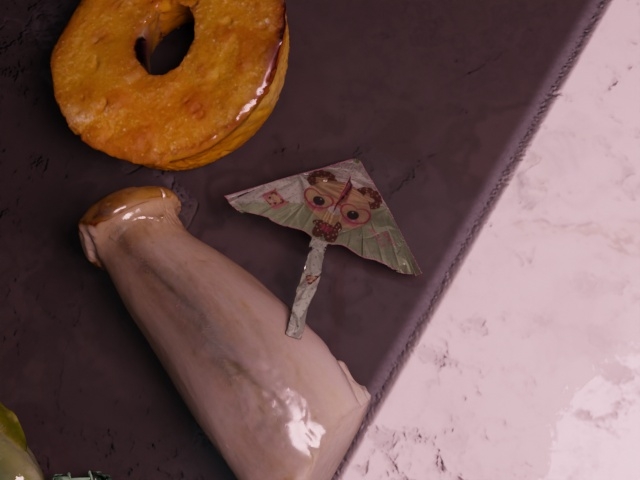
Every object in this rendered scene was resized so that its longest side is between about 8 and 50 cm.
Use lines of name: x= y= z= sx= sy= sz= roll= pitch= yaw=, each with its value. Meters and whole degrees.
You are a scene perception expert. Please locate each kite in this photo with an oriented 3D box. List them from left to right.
kite: x=0.000 y=-0.001 z=1.018 sx=0.229 sy=0.012 sz=0.250 roll=19 pitch=53 yaw=3

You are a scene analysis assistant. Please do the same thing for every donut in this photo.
donut: x=-0.163 y=-0.219 z=1.117 sx=0.302 sy=0.110 sz=0.303 roll=-4 pitch=74 yaw=14

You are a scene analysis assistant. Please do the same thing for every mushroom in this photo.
mushroom: x=-0.097 y=0.104 z=0.998 sx=0.154 sy=0.137 sz=0.407 roll=-41 pitch=76 yaw=12

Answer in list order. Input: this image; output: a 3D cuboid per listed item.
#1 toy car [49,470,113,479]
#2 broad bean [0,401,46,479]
toy car: x=-0.251 y=0.317 z=1.001 sx=0.054 sy=0.073 sz=0.143 roll=-33 pitch=61 yaw=41
broad bean: x=-0.371 y=0.278 z=1.031 sx=0.169 sy=0.100 sz=0.228 roll=-2 pitch=84 yaw=18
